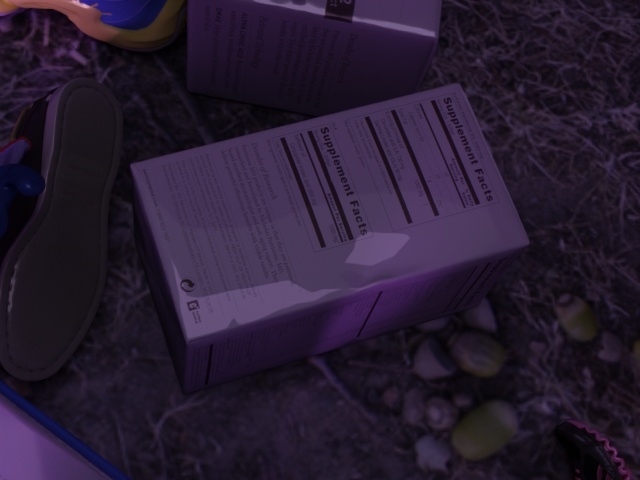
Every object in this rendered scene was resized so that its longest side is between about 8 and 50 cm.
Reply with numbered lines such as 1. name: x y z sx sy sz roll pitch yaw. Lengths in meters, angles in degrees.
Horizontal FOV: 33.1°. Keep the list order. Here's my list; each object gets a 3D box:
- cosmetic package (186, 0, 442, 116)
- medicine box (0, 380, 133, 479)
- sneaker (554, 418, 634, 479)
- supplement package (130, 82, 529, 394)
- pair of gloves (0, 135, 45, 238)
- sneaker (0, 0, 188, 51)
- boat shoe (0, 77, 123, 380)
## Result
1. cosmetic package: -0.003 -0.198 0.853 0.184 0.151 0.151 9 68 -4
2. medicine box: -0.208 0.168 0.595 0.264 0.289 0.149 35 67 8
3. sneaker: 0.201 0.186 0.780 0.057 0.047 0.119 -33 73 -7
4. supplement package: 0.000 0.000 0.777 0.244 0.139 0.133 -15 71 -15
5. pair of gloves: -0.260 0.001 0.723 0.198 0.023 0.159 -29 27 14
6. sneaker: -0.219 -0.235 0.854 0.240 0.126 0.091 15 66 -2
7. boat shoe: -0.203 -0.007 0.795 0.081 0.069 0.227 27 65 -42
